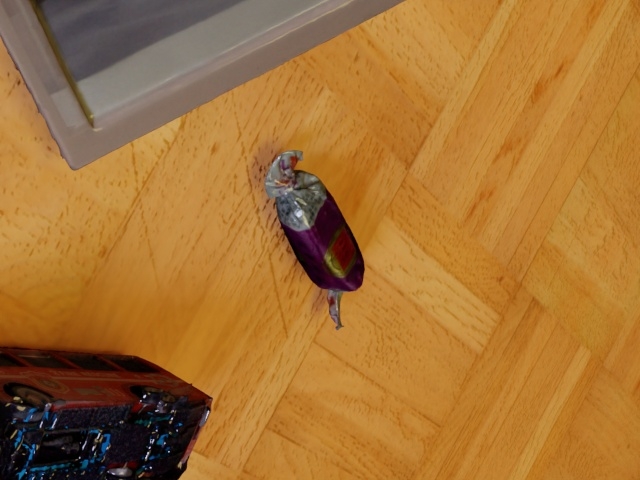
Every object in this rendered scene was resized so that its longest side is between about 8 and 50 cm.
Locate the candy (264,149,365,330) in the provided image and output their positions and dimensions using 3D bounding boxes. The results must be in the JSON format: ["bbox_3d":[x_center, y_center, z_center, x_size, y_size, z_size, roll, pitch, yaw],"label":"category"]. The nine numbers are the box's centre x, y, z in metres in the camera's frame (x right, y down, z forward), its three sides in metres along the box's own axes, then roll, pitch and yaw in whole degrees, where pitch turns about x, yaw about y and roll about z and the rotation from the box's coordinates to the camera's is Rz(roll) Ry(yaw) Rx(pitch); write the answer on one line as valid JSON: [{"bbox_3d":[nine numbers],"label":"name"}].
[{"bbox_3d":[0.000,0.000,1.052,0.045,0.043,0.175,-61,148,-24],"label":"candy"}]

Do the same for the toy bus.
[{"bbox_3d":[-0.153,0.097,0.854,0.235,0.096,0.073,11,103,-57],"label":"toy bus"}]

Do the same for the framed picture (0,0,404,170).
[{"bbox_3d":[0.019,-0.243,0.760,0.446,0.028,0.326,-28,139,-6],"label":"framed picture"}]
